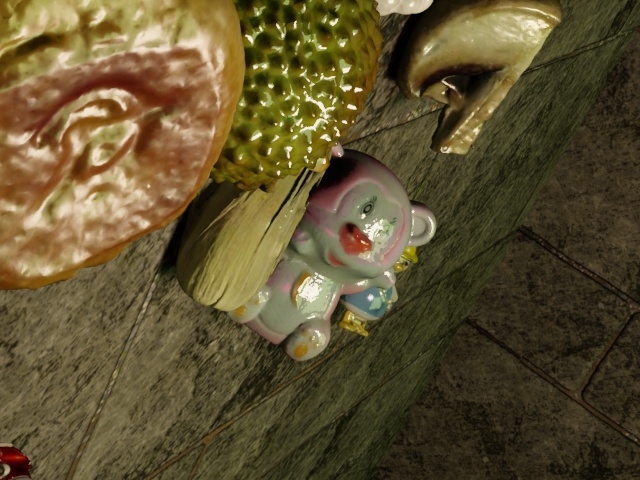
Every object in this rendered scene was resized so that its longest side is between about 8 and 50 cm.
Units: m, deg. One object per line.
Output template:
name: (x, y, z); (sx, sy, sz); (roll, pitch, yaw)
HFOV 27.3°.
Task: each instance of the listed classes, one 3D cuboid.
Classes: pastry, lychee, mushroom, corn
pastry: (-0.220, -0.114, 1.012); (0.356, 0.164, 0.356); (-24, 140, -23)
lychee: (-0.071, -0.178, 1.251); (0.270, 0.270, 0.320); (-34, 119, -50)
mushroom: (0.218, -0.305, 2.055); (0.217, 0.212, 0.292); (-98, -156, -51)
corn: (-0.090, -0.045, 1.694); (0.122, 0.123, 0.305); (-25, 146, -55)

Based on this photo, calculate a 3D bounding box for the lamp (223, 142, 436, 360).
lamp: (0.000, 0.000, 1.942); (0.301, 0.247, 0.247); (-51, -164, 13)

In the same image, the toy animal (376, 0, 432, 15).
toy animal: (0.082, -0.354, 1.506); (0.208, 0.156, 0.204); (-34, 151, -41)

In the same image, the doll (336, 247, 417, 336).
doll: (0.112, 0.067, 2.532); (0.241, 0.135, 0.099); (-56, -168, 10)

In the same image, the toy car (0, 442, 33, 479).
toy car: (-0.385, 0.313, 1.604); (0.112, 0.112, 0.139); (-58, 163, 9)
